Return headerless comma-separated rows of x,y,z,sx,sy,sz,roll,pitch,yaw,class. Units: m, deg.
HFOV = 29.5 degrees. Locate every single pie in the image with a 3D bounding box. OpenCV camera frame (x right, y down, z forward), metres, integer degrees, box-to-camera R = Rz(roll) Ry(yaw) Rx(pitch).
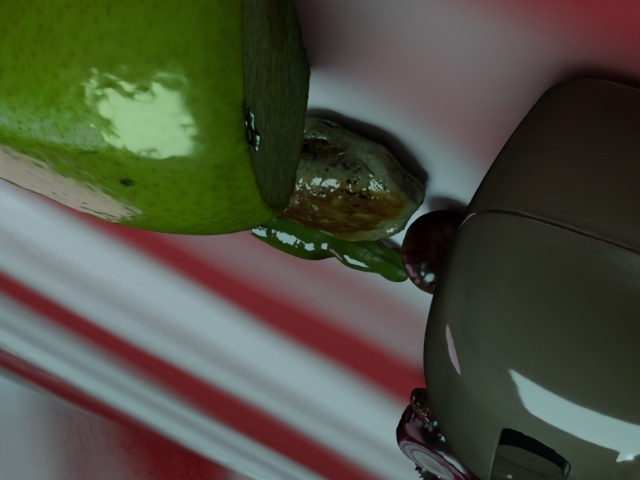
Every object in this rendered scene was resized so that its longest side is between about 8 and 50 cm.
0.016,-0.050,1.178,0.163,0.079,0.193,25,159,-14,pie

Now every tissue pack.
0.220,0.080,0.965,0.267,0.277,0.387,24,160,13,tissue pack

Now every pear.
-0.173,-0.140,0.906,0.318,0.239,0.342,7,158,9,pear

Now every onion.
0.186,0.250,1.690,0.173,0.135,0.198,13,142,38,onion

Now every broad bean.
0.000,0.000,1.362,0.213,0.048,0.070,21,160,4,broad bean

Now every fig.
0.121,0.012,1.218,0.088,0.089,0.125,26,179,-2,fig
